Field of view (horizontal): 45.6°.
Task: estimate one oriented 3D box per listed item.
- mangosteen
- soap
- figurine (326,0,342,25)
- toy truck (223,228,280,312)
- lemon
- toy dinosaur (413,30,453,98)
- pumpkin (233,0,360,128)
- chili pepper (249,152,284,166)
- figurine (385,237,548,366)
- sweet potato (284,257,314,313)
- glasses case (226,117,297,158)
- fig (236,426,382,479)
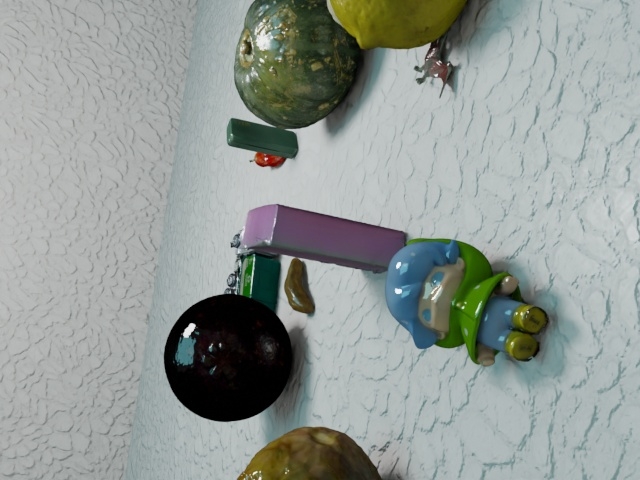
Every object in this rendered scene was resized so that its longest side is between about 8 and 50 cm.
[{"bbox_3d":[-0.215,0.278,1.753,0.313,0.296,0.297,119,154,-58],"label":"mangosteen"},{"bbox_3d":[0.000,-0.002,1.396,0.181,0.259,0.081,173,108,-68],"label":"soap"},{"bbox_3d":[0.086,-0.575,1.494,0.204,0.185,0.333,-54,-43,-66],"label":"figurine"},{"bbox_3d":[-0.172,0.094,1.977,0.124,0.114,0.254,-13,66,52],"label":"toy truck"},{"bbox_3d":[0.140,-0.457,1.299,0.267,0.267,0.268,-168,90,-68],"label":"lemon"},{"bbox_3d":[0.206,-0.334,1.365,0.108,0.032,0.220,126,150,-51],"label":"toy dinosaur"},{"bbox_3d":[-0.052,-0.419,1.730,0.327,0.257,0.292,141,124,-61],"label":"pumpkin"},{"bbox_3d":[-0.143,-0.235,2.143,0.191,0.050,0.059,2,78,56],"label":"chili pepper"},{"bbox_3d":[0.194,0.086,1.061,0.263,0.143,0.162,26,111,50],"label":"figurine"},{"bbox_3d":[-0.058,0.106,1.760,0.182,0.053,0.054,-104,28,-46],"label":"sweet potato"},{"bbox_3d":[-0.154,-0.268,2.003,0.039,0.184,0.078,119,152,-42],"label":"glasses case"},{"bbox_3d":[0.027,0.459,1.164,0.368,0.286,0.286,16,95,45],"label":"fig"}]
